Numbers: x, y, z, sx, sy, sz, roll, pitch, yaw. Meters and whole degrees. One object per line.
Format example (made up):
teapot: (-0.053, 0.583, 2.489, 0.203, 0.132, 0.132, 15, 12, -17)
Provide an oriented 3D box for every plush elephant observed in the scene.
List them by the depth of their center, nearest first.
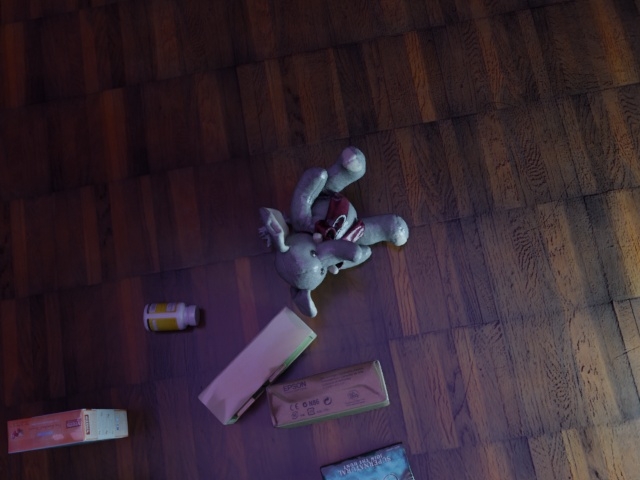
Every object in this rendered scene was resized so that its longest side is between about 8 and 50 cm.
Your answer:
plush elephant: (0.000, 0.000, 1.411, 0.330, 0.271, 0.255, -17, 34, 16)

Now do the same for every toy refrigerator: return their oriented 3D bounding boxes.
toy refrigerator: (-0.131, 0.276, 1.448, 0.094, 0.102, 0.269, 43, 83, 13)

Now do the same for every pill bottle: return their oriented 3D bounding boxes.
pill bottle: (-0.338, 0.173, 1.509, 0.117, 0.065, 0.065, -3, 76, 5)

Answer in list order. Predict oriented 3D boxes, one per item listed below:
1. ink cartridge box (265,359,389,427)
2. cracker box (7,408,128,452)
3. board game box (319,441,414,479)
ink cartridge box: (0.020, 0.324, 1.375, 0.235, 0.193, 0.088, -14, 73, 1)
cracker box: (-0.520, 0.395, 1.385, 0.156, 0.232, 0.067, -9, 76, 2)
board game box: (0.105, 0.518, 1.406, 0.186, 0.026, 0.126, -18, 75, 1)
